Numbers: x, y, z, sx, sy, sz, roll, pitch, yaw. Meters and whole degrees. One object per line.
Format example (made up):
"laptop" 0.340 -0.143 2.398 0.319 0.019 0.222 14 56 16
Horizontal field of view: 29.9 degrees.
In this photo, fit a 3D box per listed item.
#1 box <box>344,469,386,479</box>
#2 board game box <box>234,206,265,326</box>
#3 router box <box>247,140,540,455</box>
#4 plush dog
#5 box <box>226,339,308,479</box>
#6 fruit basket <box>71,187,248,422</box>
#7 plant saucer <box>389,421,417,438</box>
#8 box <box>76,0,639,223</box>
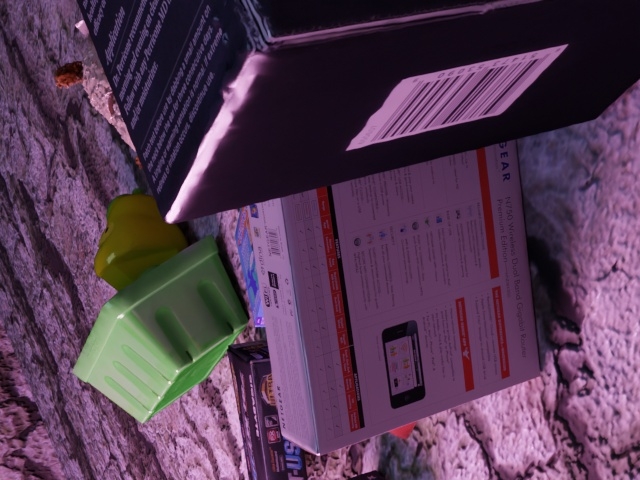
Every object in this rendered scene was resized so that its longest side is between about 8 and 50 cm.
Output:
"box" 0.076 0.465 1.732 0.153 0.108 0.207 34 132 53
"board game box" -0.077 -0.002 1.749 0.210 0.047 0.160 -107 25 -48
"router box" 0.083 0.027 1.297 0.082 0.301 0.335 13 114 59
"plush dog" -0.303 -0.242 1.986 0.225 0.211 0.262 49 142 38
"box" -0.079 0.313 1.882 0.293 0.073 0.295 -177 78 -81
"fruit basket" -0.323 0.094 2.163 0.392 0.283 0.392 33 142 31
"plant saucer" 0.072 0.110 1.633 0.258 0.048 0.259 59 149 29
"box" 0.030 -0.323 1.028 0.471 0.480 0.297 67 152 15
